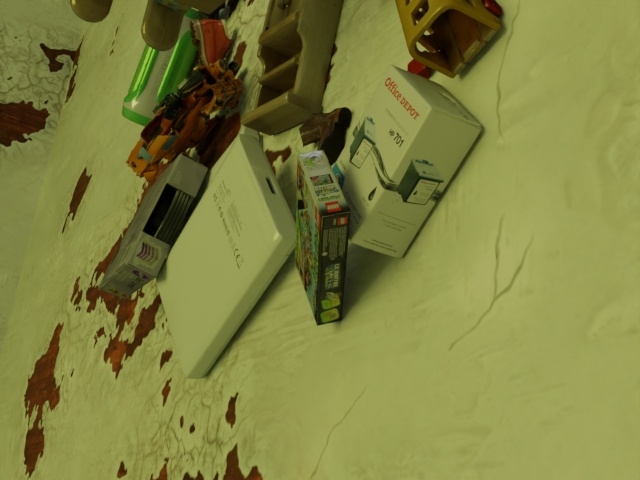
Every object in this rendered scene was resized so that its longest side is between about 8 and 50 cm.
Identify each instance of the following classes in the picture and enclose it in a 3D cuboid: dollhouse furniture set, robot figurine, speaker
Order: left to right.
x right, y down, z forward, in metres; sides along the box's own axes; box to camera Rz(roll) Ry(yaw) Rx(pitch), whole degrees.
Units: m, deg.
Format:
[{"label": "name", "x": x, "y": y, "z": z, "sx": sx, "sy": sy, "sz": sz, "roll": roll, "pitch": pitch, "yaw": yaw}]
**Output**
[{"label": "speaker", "x": -0.372, "y": -0.417, "z": 1.995, "sx": 0.296, "sy": 0.131, "sz": 0.131, "roll": -67, "pitch": 28, "yaw": 8}, {"label": "robot figurine", "x": -0.264, "y": -0.247, "z": 1.684, "sx": 0.291, "sy": 0.085, "sz": 0.211, "roll": -44, "pitch": -4, "yaw": 32}, {"label": "dollhouse furniture set", "x": -0.182, "y": -0.366, "z": 1.341, "sx": 0.362, "sy": 0.394, "sz": 0.256, "roll": -11, "pitch": 64, "yaw": 58}]

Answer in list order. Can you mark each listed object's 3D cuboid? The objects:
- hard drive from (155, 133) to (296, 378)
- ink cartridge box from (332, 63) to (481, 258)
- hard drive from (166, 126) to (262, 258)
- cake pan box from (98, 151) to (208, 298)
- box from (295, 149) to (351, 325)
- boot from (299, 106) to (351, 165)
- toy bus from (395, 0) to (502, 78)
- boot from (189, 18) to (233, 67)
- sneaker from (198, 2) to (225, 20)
[{"label": "hard drive", "x": -0.165, "y": 0.032, "z": 1.384, "sx": 0.353, "sy": 0.047, "sz": 0.233, "roll": -54, "pitch": 45, "yaw": 34}, {"label": "ink cartridge box", "x": 0.093, "y": -0.098, "z": 1.025, "sx": 0.191, "sy": 0.082, "sz": 0.139, "roll": -62, "pitch": 30, "yaw": 23}, {"label": "hard drive", "x": -0.202, "y": -0.035, "z": 1.553, "sx": 0.318, "sy": 0.040, "sz": 0.210, "roll": -44, "pitch": 39, "yaw": 41}, {"label": "cake pan box", "x": -0.327, "y": -0.024, "z": 1.621, "sx": 0.267, "sy": 0.070, "sz": 0.246, "roll": -29, "pitch": 37, "yaw": 60}, {"label": "box", "x": 0.000, "y": 0.000, "z": 1.061, "sx": 0.207, "sy": 0.036, "sz": 0.114, "roll": 93, "pitch": 162, "yaw": -46}, {"label": "boot", "x": -0.005, "y": -0.152, "z": 1.277, "sx": 0.114, "sy": 0.037, "sz": 0.106, "roll": 0, "pitch": 61, "yaw": 57}, {"label": "toy bus", "x": 0.144, "y": -0.303, "z": 1.033, "sx": 0.202, "sy": 0.104, "sz": 0.191, "roll": 14, "pitch": 86, "yaw": 61}, {"label": "boot", "x": -0.224, "y": -0.400, "z": 1.793, "sx": 0.059, "sy": 0.084, "sz": 0.158, "roll": -179, "pitch": 78, "yaw": -70}, {"label": "sneaker", "x": -0.213, "y": -0.558, "z": 1.856, "sx": 0.227, "sy": 0.130, "sz": 0.087, "roll": 100, "pitch": 165, "yaw": -57}]
